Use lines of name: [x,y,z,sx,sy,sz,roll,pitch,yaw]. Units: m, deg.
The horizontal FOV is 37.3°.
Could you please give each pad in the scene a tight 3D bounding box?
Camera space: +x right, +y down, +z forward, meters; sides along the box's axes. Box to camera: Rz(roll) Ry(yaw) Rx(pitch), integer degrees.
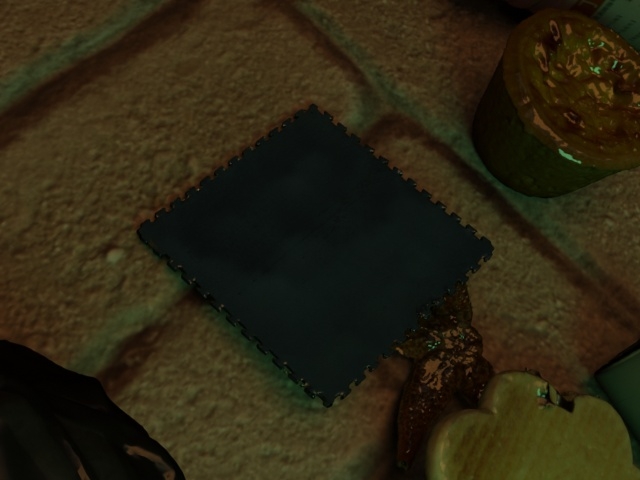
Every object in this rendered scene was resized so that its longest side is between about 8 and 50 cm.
pad: [0.000,0.000,0.948,0.269,0.012,0.270,42,58,18]

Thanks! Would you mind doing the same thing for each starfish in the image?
starfish: [0.101,0.101,0.952,0.138,0.050,0.247,-7,62,-22]

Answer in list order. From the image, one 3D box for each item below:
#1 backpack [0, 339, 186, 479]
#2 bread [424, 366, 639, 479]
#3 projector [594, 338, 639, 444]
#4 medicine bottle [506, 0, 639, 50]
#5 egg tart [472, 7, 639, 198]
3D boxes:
backpack: [-0.341,0.190,0.632,0.446,0.255,0.363,37,59,-17]
bread: [0.209,0.274,0.874,0.316,0.054,0.316,10,71,-31]
projector: [0.415,0.250,0.961,0.108,0.108,0.337,-25,76,-28]
medicine bottle: [0.337,-0.361,1.161,0.316,0.202,0.202,15,62,-12]
egg tart: [0.262,-0.137,1.061,0.203,0.147,0.202,9,63,-18]
